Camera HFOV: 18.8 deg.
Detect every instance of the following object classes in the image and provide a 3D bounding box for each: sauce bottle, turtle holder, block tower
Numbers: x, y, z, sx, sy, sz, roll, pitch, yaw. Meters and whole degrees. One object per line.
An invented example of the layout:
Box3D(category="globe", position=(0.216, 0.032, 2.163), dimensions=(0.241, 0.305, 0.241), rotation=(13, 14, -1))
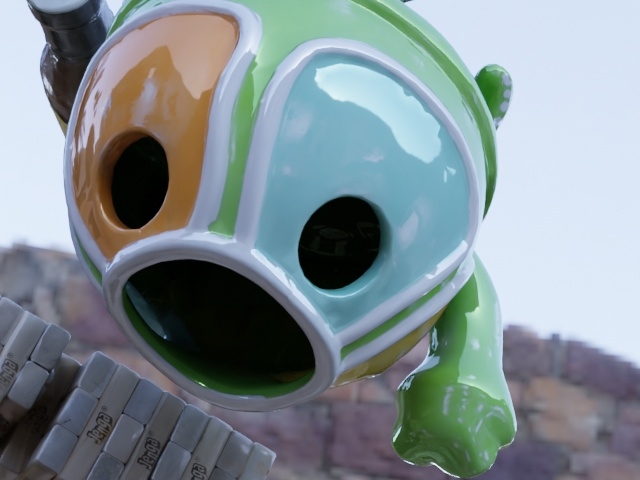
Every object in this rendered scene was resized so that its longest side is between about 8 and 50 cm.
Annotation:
Box3D(category="sauce bottle", position=(-0.205, -0.142, 1.854), dimensions=(0.111, 0.111, 0.344), rotation=(2, -32, 10))
Box3D(category="turtle holder", position=(-0.019, -0.004, 1.138), dimensions=(0.243, 0.227, 0.320), rotation=(0, -46, 18))
Box3D(category="block tower", position=(-0.188, 0.108, 1.217), dimensions=(0.335, 0.091, 0.097), rotation=(32, -32, -10))

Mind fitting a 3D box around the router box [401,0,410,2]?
Box3D(category="router box", position=(0.003, -0.171, 1.176), dimensions=(0.122, 0.038, 0.092), rotation=(-16, -26, -7))
